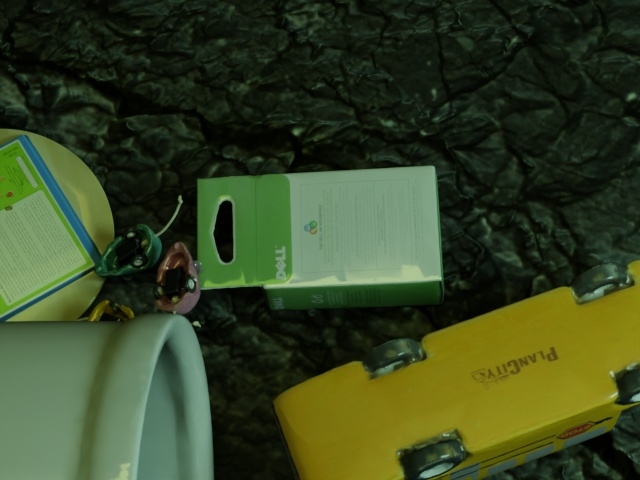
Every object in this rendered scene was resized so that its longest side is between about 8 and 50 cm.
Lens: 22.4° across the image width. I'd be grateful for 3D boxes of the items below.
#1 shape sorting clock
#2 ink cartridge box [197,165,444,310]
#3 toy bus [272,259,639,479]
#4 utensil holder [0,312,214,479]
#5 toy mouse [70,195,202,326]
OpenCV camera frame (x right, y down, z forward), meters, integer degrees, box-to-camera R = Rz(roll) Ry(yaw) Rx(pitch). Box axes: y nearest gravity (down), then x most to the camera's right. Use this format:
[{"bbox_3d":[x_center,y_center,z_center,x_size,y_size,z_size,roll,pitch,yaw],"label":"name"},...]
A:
[{"bbox_3d":[-0.286,0.000,1.430,0.206,0.040,0.206,2,72,-7],"label":"shape sorting clock"},{"bbox_3d":[0.000,0.000,1.403,0.209,0.062,0.109,-3,68,3],"label":"ink cartridge box"},{"bbox_3d":[0.134,0.128,1.306,0.333,0.130,0.108,-19,67,-5],"label":"toy bus"},{"bbox_3d":[-0.293,0.216,1.192,0.385,0.327,0.327,0,67,5],"label":"utensil holder"},{"bbox_3d":[-0.142,0.031,1.374,0.161,0.031,0.143,10,71,41],"label":"toy mouse"}]
